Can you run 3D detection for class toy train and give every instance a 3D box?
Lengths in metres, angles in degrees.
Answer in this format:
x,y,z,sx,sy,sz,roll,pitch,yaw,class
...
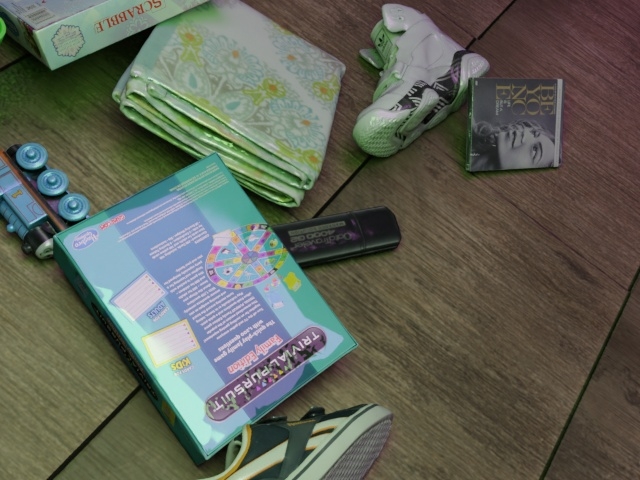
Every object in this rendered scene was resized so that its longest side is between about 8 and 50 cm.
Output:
x,y,z,sx,sy,sz,roll,pitch,yaw,class
-0.394,-0.052,1.045,0.105,0.080,0.184,-37,78,-25,toy train

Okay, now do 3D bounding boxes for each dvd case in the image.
x,y,z,sx,sy,sz,roll,pitch,yaw,class
0.359,-0.213,1.384,0.221,0.018,0.165,-6,101,-28,dvd case

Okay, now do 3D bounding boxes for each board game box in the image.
x,y,z,sx,sy,sz,roll,pitch,yaw,class
-0.152,0.081,1.008,0.253,0.079,0.336,-32,82,-28,board game box
-0.349,-0.404,1.181,0.318,0.066,0.318,-32,47,-23,board game box

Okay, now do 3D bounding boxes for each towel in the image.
x,y,z,sx,sy,sz,roll,pitch,yaw,class
-0.128,-0.249,1.210,0.320,0.090,0.374,29,42,-16,towel

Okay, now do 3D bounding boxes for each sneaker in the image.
x,y,z,sx,sy,sz,roll,pitch,yaw,class
-0.031,0.265,0.920,0.127,0.126,0.321,26,25,26,sneaker
0.133,-0.293,1.356,0.210,0.137,0.366,45,50,12,sneaker

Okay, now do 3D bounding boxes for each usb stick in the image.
x,y,z,sx,sy,sz,roll,pitch,yaw,class
0.000,0.000,1.172,0.278,0.045,0.077,-11,71,-26,usb stick

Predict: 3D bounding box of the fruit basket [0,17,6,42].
x,y,z,sx,sy,sz,roll,pitch,yaw,class
-0.607,-0.347,0.977,0.392,0.392,0.283,38,54,6,fruit basket
